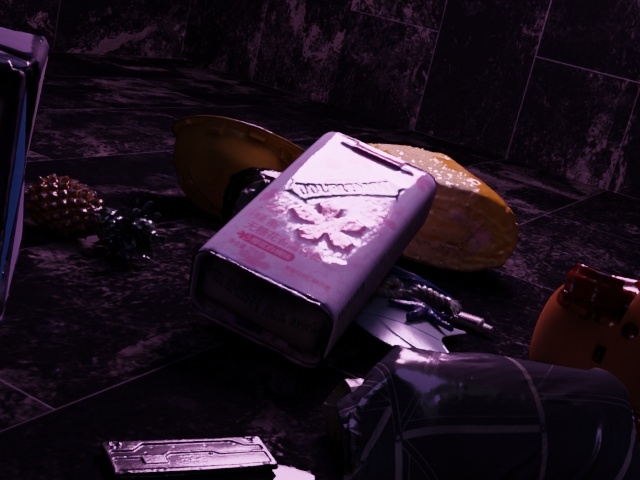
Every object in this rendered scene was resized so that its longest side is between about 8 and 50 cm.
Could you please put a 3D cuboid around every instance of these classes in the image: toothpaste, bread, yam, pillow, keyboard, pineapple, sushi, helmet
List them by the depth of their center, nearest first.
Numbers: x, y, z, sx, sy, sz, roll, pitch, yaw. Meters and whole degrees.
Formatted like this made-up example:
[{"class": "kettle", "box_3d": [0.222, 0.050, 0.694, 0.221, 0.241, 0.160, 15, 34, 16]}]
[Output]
[{"class": "keyboard", "box_3d": [-0.114, 0.191, 0.833, 0.155, 0.010, 0.053, 5, 19, -29]}, {"class": "pillow", "box_3d": [0.166, 0.182, 0.893, 0.335, 0.092, 0.161, 10, 51, -21]}, {"class": "yam", "box_3d": [0.088, 0.174, 0.962, 0.169, 0.068, 0.068, 7, 17, -25]}, {"class": "pineapple", "box_3d": [-0.322, -0.036, 1.306, 0.221, 0.103, 0.083, 20, 51, 19]}, {"class": "toothpaste", "box_3d": [0.184, 0.107, 1.362, 0.140, 0.021, 0.037, 18, 11, 26]}, {"class": "sushi", "box_3d": [-0.038, -0.027, 1.441, 0.225, 0.136, 0.126, 14, 17, -24]}, {"class": "helmet", "box_3d": [-0.146, -0.103, 1.609, 0.257, 0.140, 0.205, 21, -20, -20]}, {"class": "bread", "box_3d": [0.193, -0.065, 1.700, 0.237, 0.165, 0.375, 12, 14, -14]}]

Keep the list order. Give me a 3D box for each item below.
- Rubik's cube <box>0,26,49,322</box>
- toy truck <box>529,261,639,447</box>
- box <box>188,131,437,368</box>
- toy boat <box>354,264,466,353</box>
[{"class": "Rubik's cube", "box_3d": [-0.472, -0.100, 1.038, 0.307, 0.305, 0.310, 11, 13, -17]}, {"class": "toy truck", "box_3d": [0.391, 0.150, 1.100, 0.265, 0.189, 0.239, 26, 10, 39]}, {"class": "box", "box_3d": [0.000, 0.000, 1.209, 0.190, 0.112, 0.369, 25, 39, 15]}, {"class": "toy boat", "box_3d": [0.122, 0.107, 1.236, 0.210, 0.070, 0.292, -5, 27, -37]}]
